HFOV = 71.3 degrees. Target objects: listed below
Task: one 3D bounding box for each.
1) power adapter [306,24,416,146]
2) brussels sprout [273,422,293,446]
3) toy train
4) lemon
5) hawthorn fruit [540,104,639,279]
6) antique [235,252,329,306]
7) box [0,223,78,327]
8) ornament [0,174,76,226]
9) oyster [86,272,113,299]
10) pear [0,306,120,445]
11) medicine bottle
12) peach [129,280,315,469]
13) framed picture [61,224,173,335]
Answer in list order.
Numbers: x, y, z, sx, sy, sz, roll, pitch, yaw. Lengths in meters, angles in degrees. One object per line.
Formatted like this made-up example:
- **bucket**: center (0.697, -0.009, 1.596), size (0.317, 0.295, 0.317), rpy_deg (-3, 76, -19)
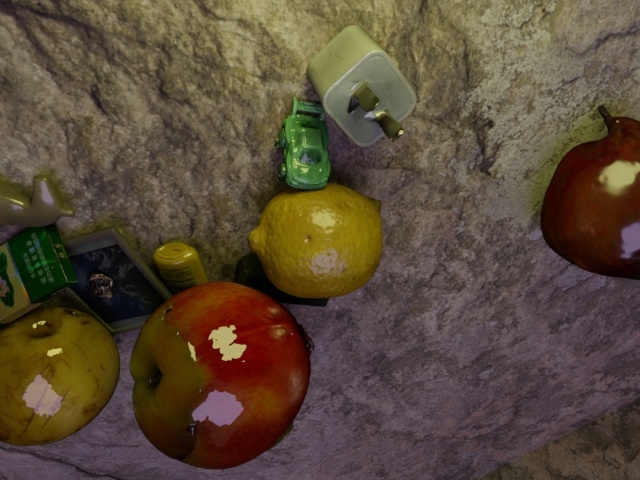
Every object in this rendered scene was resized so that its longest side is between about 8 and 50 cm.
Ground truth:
- **power adapter**: center (0.071, -0.229, 0.703), size (0.125, 0.205, 0.130), rpy_deg (-38, 131, 16)
- **brussels sprout**: center (-0.184, 0.542, 1.310), size (0.222, 0.161, 0.223), rpy_deg (-18, 146, -13)
- **toy train**: center (-0.025, -0.167, 0.791), size (0.099, 0.149, 0.081), rpy_deg (3, 155, -18)
- **lemon**: center (-0.009, 0.000, 0.861), size (0.253, 0.229, 0.229), rpy_deg (0, 130, -2)
- **hawthorn fruit**: center (0.639, -0.077, 0.941), size (0.307, 0.308, 0.325), rpy_deg (8, 119, -22)
- **antique**: center (-0.082, 0.087, 1.012), size (0.220, 0.081, 0.080), rpy_deg (8, 125, -21)
- **box**: center (-0.576, 0.074, 0.835), size (0.235, 0.132, 0.034), rpy_deg (-28, 171, 10)
- **ornament**: center (-0.577, -0.060, 0.758), size (0.230, 0.061, 0.244), rpy_deg (-42, 124, 17)
- **oyster**: center (-0.447, 0.093, 0.900), size (0.054, 0.019, 0.083), rpy_deg (12, 131, -10)
- **pear**: center (-0.559, 0.272, 0.917), size (0.280, 0.281, 0.281), rpy_deg (-8, 131, -9)
- **medicine bottle**: center (-0.284, 0.110, 0.984), size (0.094, 0.064, 0.261), rpy_deg (-3, 135, 5)
- **peach**: center (-0.177, 0.248, 0.880), size (0.369, 0.370, 0.370), rpy_deg (-8, 131, -9)
- **framed picture**: center (-0.432, 0.095, 0.928), size (0.208, 0.019, 0.281), rpy_deg (-15, 130, 13)
